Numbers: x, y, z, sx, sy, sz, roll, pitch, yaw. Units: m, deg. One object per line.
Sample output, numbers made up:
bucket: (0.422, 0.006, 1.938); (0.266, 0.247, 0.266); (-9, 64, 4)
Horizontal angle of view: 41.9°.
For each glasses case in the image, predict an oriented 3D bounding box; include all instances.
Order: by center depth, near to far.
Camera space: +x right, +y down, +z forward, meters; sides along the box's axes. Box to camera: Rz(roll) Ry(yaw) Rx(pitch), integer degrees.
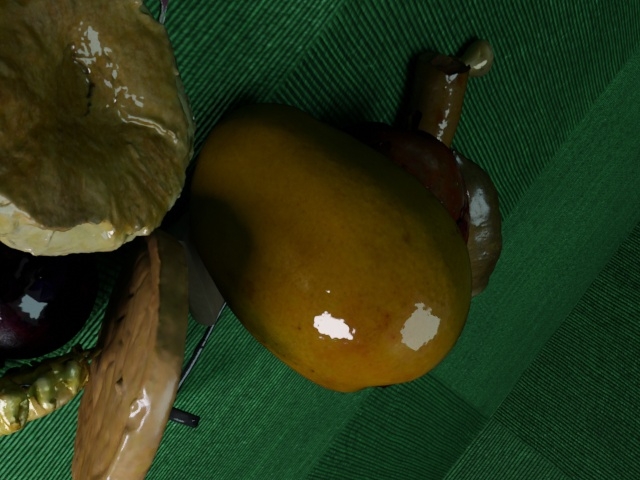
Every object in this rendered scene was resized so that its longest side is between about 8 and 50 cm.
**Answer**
glasses case: (-0.193, 0.026, 1.241); (0.193, 0.070, 0.102); (78, 22, -46)

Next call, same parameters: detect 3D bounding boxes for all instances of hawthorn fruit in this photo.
hawthorn fruit: (0.089, -0.047, 1.342); (0.316, 0.316, 0.315); (-34, 144, -29)

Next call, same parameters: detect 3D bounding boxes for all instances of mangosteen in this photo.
mangosteen: (-0.361, 0.057, 0.924); (0.231, 0.194, 0.194); (-37, 146, -8)

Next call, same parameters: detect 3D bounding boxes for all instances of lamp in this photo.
lamp: (-0.156, 0.151, 1.357); (0.371, 0.109, 0.130); (-52, 152, -3)

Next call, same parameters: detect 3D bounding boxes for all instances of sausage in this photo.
sausage: (0.185, -0.198, 1.481); (0.109, 0.109, 0.270); (-16, 132, -45)

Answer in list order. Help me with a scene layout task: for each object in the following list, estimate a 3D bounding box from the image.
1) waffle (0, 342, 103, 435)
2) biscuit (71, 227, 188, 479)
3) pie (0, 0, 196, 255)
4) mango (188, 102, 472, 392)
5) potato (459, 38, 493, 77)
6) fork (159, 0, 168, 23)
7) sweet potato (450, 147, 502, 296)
waffle: (-0.382, 0.189, 0.929); (0.329, 0.062, 0.329); (-21, 179, 0)
biscuit: (-0.246, 0.165, 1.030); (0.062, 0.385, 0.364); (15, 101, -20)
pie: (-0.255, -0.138, 0.851); (0.340, 0.083, 0.339); (-3, 93, -55)
mango: (0.000, 0.000, 1.108); (0.300, 0.445, 0.232); (-44, 166, 8)
potato: (0.281, -0.327, 1.525); (0.083, 0.062, 0.068); (-25, 127, -6)
fork: (-0.190, -0.261, 1.001); (0.016, 0.012, 0.115); (-11, 134, -43)
sweet potato: (0.311, -0.040, 1.755); (0.158, 0.158, 0.369); (-38, 144, -24)
